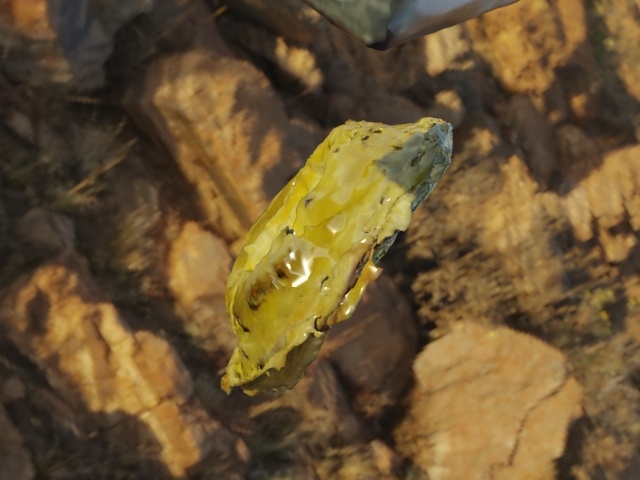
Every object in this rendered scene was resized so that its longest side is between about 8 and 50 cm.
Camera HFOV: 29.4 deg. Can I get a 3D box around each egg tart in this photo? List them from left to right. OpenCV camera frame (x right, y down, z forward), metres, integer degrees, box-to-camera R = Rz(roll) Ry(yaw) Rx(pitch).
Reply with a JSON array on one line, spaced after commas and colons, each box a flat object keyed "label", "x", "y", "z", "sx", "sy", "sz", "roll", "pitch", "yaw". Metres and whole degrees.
[{"label": "egg tart", "x": 0.000, "y": 0.000, "z": 0.945, "sx": 0.095, "sy": 0.279, "sz": 0.279, "roll": 36, "pitch": 26, "yaw": -5}]

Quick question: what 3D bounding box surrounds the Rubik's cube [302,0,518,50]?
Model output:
[{"label": "Rubik's cube", "x": 0.050, "y": -0.316, "z": 0.385, "sx": 0.343, "sy": 0.345, "sz": 0.337, "roll": -26, "pitch": 53, "yaw": -38}]
